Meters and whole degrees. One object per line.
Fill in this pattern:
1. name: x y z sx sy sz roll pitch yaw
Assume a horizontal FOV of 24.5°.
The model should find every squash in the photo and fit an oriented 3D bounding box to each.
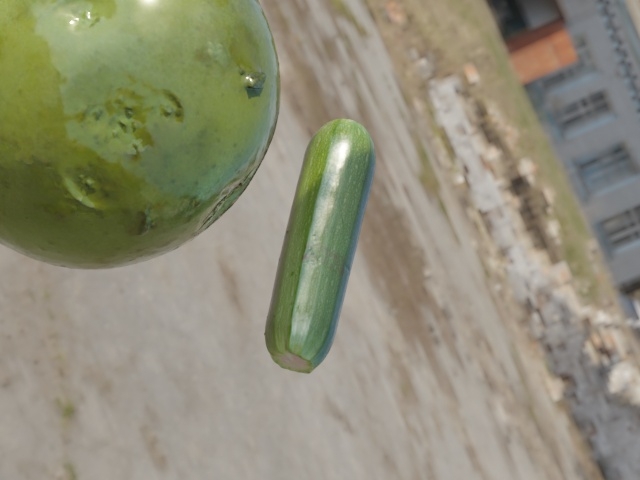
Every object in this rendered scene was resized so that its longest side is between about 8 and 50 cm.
1. squash: 0.000 0.000 1.221 0.066 0.066 0.229 53 44 -51

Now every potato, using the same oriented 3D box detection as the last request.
1. potato: -0.152 -0.107 0.840 0.304 0.216 0.216 40 -6 34
